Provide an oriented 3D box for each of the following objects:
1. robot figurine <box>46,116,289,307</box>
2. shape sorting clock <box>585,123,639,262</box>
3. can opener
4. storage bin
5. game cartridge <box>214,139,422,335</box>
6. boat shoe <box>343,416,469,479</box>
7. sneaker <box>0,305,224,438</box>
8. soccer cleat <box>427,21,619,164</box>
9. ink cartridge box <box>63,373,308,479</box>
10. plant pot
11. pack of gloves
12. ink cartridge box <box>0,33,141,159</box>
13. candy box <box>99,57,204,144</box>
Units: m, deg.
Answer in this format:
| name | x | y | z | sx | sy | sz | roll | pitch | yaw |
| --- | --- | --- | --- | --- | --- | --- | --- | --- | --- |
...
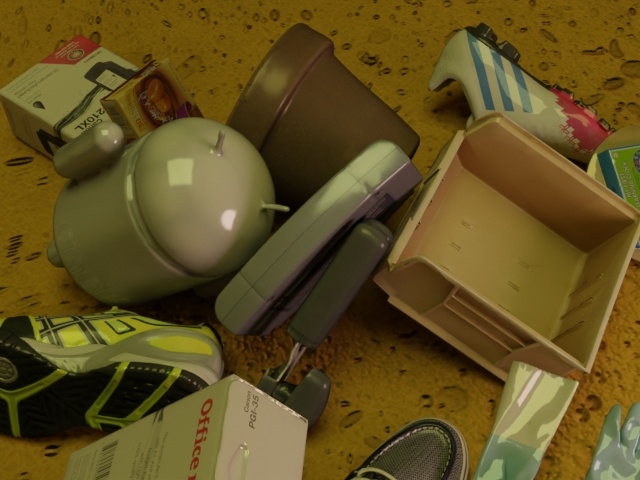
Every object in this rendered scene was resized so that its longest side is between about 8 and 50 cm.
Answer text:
| name | x | y | z | sx | sy | sz | roll | pitch | yaw |
| --- | --- | --- | --- | --- | --- | --- | --- | --- | --- |
| robot figurine | -0.197 | -0.032 | 1.322 | 0.353 | 0.300 | 0.199 | -22 | 40 | 41 |
| shape sorting clock | 0.462 | -0.063 | 1.444 | 0.206 | 0.040 | 0.206 | 4 | 73 | -12 |
| can opener | 0.012 | 0.111 | 1.246 | 0.095 | 0.283 | 0.076 | 35 | 15 | 5 |
| storage bin | 0.237 | 0.012 | 1.310 | 0.260 | 0.123 | 0.262 | 35 | 56 | -5 |
| game cartridge | 0.000 | 0.000 | 1.279 | 0.294 | 0.196 | 0.060 | -45 | 82 | 4 |
| boat shoe | 0.056 | 0.297 | 1.121 | 0.127 | 0.158 | 0.340 | 26 | 56 | 22 |
| sneaker | -0.303 | 0.154 | 1.298 | 0.385 | 0.145 | 0.147 | 9 | 30 | 7 |
| soccer cleat | 0.306 | -0.182 | 1.556 | 0.331 | 0.116 | 0.143 | 42 | 103 | 16 |
| ink cartridge box | -0.155 | 0.288 | 1.067 | 0.283 | 0.117 | 0.207 | -29 | 38 | 35 |
| plant pot | 0.005 | -0.132 | 1.450 | 0.229 | 0.263 | 0.263 | 31 | 56 | 4 |
| pack of gloves | 0.270 | 0.265 | 1.163 | 0.195 | 0.046 | 0.232 | 16 | 73 | 20 |
| ink cartridge box | -0.338 | -0.191 | 1.587 | 0.237 | 0.100 | 0.172 | 31 | 59 | 25 |
| candy box | -0.219 | -0.152 | 1.496 | 0.053 | 0.186 | 0.109 | 4 | 41 | 50 |
